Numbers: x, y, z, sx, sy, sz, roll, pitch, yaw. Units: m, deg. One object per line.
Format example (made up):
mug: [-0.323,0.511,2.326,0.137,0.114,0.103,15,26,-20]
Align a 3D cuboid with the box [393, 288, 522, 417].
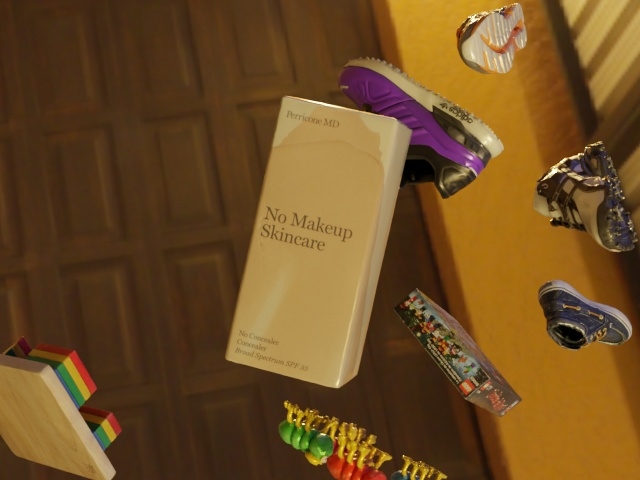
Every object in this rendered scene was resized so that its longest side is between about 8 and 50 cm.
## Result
box: [0.196,0.162,1.508,0.159,0.044,0.233,52,7,25]

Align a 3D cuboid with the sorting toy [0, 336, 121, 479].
sorting toy: [-0.476,0.274,1.848,0.255,0.089,0.257,5,-49,37]

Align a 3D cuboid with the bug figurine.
bug figurine: [0.057,0.304,1.461,0.216,0.072,0.279,25,-4,35]

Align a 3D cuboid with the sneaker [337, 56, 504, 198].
sneaker: [0.109,-0.156,1.564,0.293,0.146,0.102,35,-6,34]

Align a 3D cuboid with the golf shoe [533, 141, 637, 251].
golf shoe: [0.271,-0.032,1.121,0.198,0.094,0.077,-71,139,-66]

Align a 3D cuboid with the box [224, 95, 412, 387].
box: [0.000,0.000,1.262,0.121,0.148,0.311,-5,106,-78]

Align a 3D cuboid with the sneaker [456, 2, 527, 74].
sneaker: [0.224,-0.275,1.493,0.215,0.083,0.084,-37,120,-60]

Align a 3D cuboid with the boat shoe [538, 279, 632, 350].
boat shoe: [0.393,0.133,1.595,0.065,0.183,0.083,-40,-146,38]
